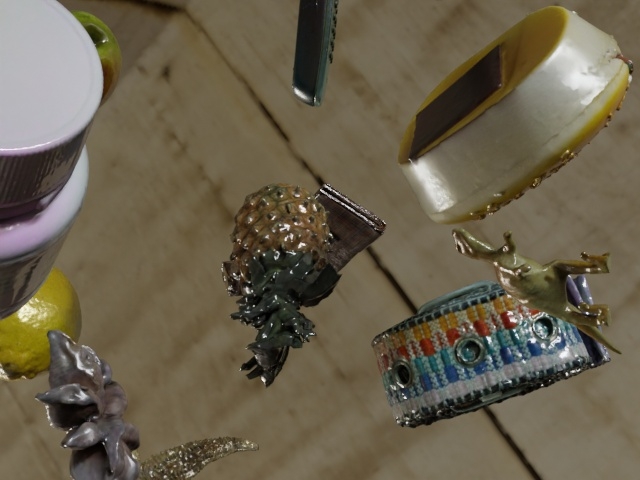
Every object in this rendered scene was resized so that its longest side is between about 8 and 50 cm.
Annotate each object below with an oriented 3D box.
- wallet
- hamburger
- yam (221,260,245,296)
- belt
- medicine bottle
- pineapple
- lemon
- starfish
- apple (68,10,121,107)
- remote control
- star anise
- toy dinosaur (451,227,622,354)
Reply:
[{"bbox_3d":[0.000,0.000,1.816,0.230,0.124,0.042,-43,17,53],"label":"wallet"},{"bbox_3d":[0.222,-0.132,1.313,0.295,0.151,0.227,-30,22,41],"label":"hamburger"},{"bbox_3d":[-0.124,0.071,2.288,0.141,0.079,0.079,-6,-22,-14],"label":"yam"},{"bbox_3d":[0.214,0.136,1.537,0.295,0.160,0.207,-24,-17,22],"label":"belt"},{"bbox_3d":[-0.335,-0.076,1.063,0.241,0.241,0.302,-25,-17,-38],"label":"medicine bottle"},{"bbox_3d":[-0.050,0.051,1.521,0.170,0.141,0.310,-30,33,23],"label":"pineapple"},{"bbox_3d":[-0.519,0.139,1.998,0.204,0.204,0.260,-43,28,26],"label":"lemon"},{"bbox_3d":[-0.260,0.410,1.659,0.302,0.293,0.084,12,-25,-8],"label":"starfish"},{"bbox_3d":[-0.460,-0.330,2.115,0.196,0.196,0.196,-33,-14,-9],"label":"apple"},{"bbox_3d":[-0.001,-0.255,1.234,0.042,0.222,0.072,5,-3,1],"label":"remote control"},{"bbox_3d":[-0.209,0.170,1.081,0.065,0.195,0.182,-24,7,-1],"label":"star anise"},{"bbox_3d":[0.179,0.045,0.940,0.039,0.126,0.162,-66,-28,-28],"label":"toy dinosaur"}]
